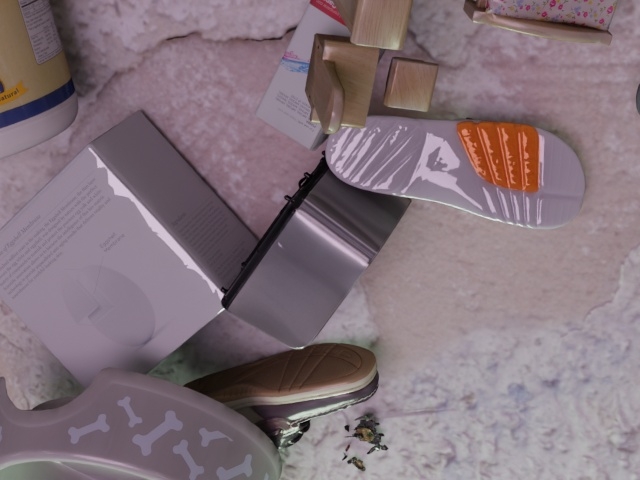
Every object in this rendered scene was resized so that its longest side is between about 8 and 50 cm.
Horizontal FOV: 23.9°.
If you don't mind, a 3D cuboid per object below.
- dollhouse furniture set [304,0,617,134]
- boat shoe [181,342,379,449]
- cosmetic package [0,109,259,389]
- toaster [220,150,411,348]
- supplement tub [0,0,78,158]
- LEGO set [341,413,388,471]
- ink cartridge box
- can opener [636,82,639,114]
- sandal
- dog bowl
[{"bbox_3d":[0.191,-0.214,1.338,0.355,0.174,0.303,7,114,-12],"label":"dollhouse furniture set"},{"bbox_3d":[-0.051,0.188,1.705,0.285,0.103,0.092,-15,110,27],"label":"boat shoe"},{"bbox_3d":[-0.221,0.020,1.669,0.224,0.138,0.224,-39,97,28],"label":"cosmetic package"},{"bbox_3d":[0.000,0.000,1.573,0.110,0.168,0.185,35,119,0],"label":"toaster"},{"bbox_3d":[-0.399,-0.246,1.574,0.228,0.228,0.316,-8,108,21],"label":"supplement tub"},{"bbox_3d":[0.050,0.226,1.729,0.054,0.023,0.083,42,131,1],"label":"LEGO set"},{"bbox_3d":[0.017,-0.192,1.509,0.072,0.127,0.175,32,117,6],"label":"ink cartridge box"},{"bbox_3d":[0.439,-0.146,1.414,0.280,0.074,0.093,4,128,20],"label":"can opener"},{"bbox_3d":[0.138,-0.083,1.539,0.265,0.076,0.102,12,100,-1],"label":"sandal"},{"bbox_3d":[-0.221,0.266,1.692,0.349,0.102,0.349,9,148,5],"label":"dog bowl"}]
